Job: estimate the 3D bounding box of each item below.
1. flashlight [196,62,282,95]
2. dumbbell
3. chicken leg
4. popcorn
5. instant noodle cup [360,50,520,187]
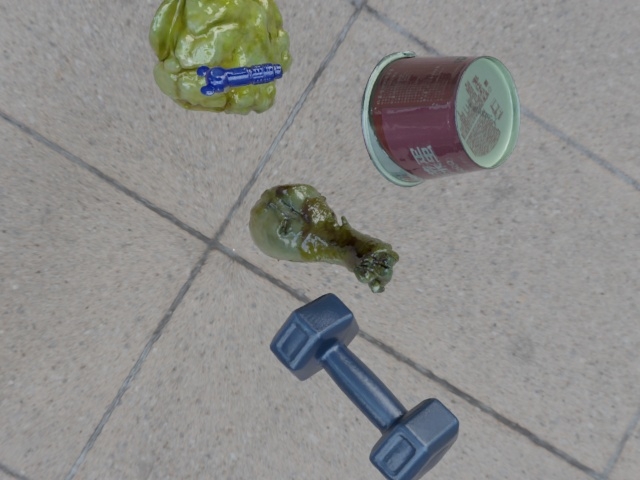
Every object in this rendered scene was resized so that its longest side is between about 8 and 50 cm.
[{"bbox_3d":[-0.115,-0.233,1.055,0.121,0.035,0.057,-10,60,-10],"label":"flashlight"},{"bbox_3d":[0.069,0.238,1.185,0.160,0.144,0.325,-27,61,-34],"label":"dumbbell"},{"bbox_3d":[0.000,0.000,1.505,0.153,0.429,0.201,-6,112,-43],"label":"chicken leg"},{"bbox_3d":[-0.199,-0.427,1.580,0.293,0.292,0.334,26,51,-7],"label":"popcorn"},{"bbox_3d":[0.206,-0.205,1.220,0.235,0.178,0.234,-4,96,-42],"label":"instant noodle cup"}]
